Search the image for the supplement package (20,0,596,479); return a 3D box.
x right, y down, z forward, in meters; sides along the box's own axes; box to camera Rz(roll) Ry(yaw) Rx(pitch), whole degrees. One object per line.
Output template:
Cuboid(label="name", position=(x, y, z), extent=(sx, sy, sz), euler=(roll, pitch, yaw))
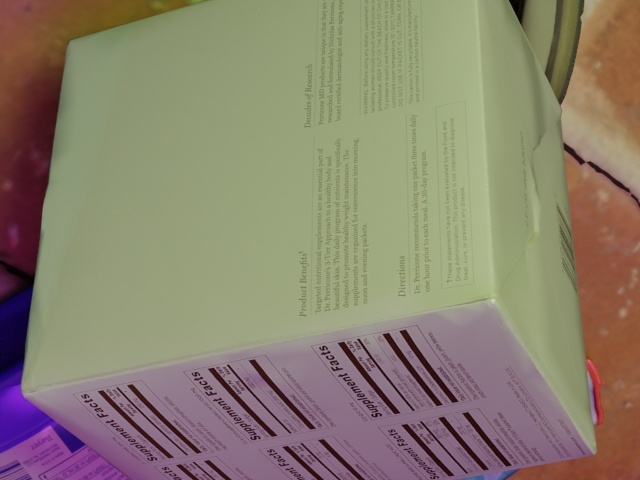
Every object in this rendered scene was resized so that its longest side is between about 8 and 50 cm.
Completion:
Cuboid(label="supplement package", position=(0.000, 0.000, 0.688), extent=(0.203, 0.194, 0.149), euler=(-13, 144, 20))

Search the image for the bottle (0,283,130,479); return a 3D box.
Cuboid(label="bottle", position=(-0.099, 0.152, 0.840), extent=(0.118, 0.092, 0.283), euler=(-32, 120, -2))

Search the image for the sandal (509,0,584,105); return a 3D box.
Cuboid(label="sandal", position=(0.089, -0.193, 0.737), extent=(0.086, 0.120, 0.303), euler=(3, 114, -5))

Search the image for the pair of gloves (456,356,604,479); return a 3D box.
Cuboid(label="pair of gloves", position=(0.117, 0.167, 0.959), extent=(0.159, 0.023, 0.198), euler=(-21, 118, -8))
